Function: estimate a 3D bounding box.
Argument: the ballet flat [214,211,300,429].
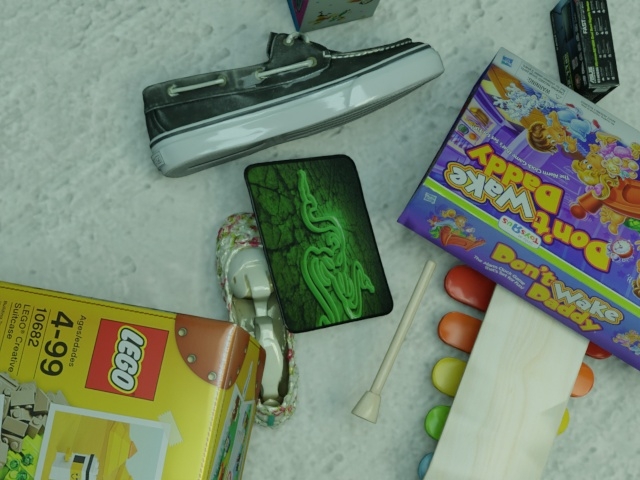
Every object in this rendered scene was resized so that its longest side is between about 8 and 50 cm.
[{"bbox_3d":[-0.061,0.081,1.429,0.091,0.077,0.240,-10,82,-8],"label":"ballet flat"}]

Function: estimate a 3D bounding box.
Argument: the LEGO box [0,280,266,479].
[{"bbox_3d":[-0.290,0.303,1.275,0.373,0.193,0.500,9,79,8],"label":"LEGO box"}]

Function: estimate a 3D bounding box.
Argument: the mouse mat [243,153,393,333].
[{"bbox_3d":[0.000,0.000,1.447,0.153,0.007,0.189,-9,81,-37],"label":"mouse mat"}]

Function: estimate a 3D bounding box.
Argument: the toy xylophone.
[{"bbox_3d":[0.176,0.149,1.439,0.236,0.081,0.322,30,79,-1],"label":"toy xylophone"}]

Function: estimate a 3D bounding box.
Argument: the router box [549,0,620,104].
[{"bbox_3d":[0.297,-0.218,1.504,0.038,0.092,0.122,-6,81,-7],"label":"router box"}]

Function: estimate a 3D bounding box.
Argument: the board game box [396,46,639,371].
[{"bbox_3d":[0.286,-0.027,1.435,0.347,0.078,0.233,31,54,0],"label":"board game box"}]

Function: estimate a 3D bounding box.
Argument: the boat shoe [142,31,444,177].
[{"bbox_3d":[-0.034,-0.173,1.449,0.335,0.121,0.119,-18,88,-6],"label":"boat shoe"}]

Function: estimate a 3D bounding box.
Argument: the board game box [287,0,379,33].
[{"bbox_3d":[0.002,-0.372,1.392,0.098,0.303,0.224,-16,82,-8],"label":"board game box"}]
